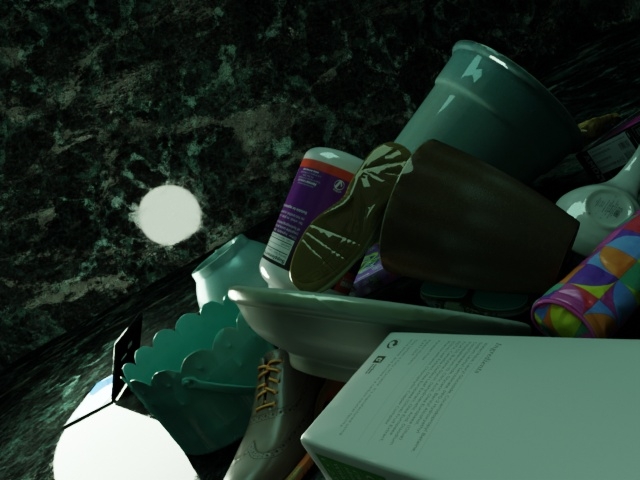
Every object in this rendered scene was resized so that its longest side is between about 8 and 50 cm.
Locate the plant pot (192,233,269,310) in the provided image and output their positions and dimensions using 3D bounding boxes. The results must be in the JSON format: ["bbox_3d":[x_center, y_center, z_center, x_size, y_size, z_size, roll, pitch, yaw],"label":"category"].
[{"bbox_3d":[-0.219,0.108,1.375,0.293,0.196,0.293,-37,12,9],"label":"plant pot"}]

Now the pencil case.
[{"bbox_3d":[0.377,0.054,0.652,0.236,0.105,0.104,-32,13,-21],"label":"pencil case"}]

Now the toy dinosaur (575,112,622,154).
[{"bbox_3d":[0.563,-0.234,1.093,0.211,0.064,0.112,-25,-27,-33],"label":"toy dinosaur"}]

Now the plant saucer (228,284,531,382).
[{"bbox_3d":[0.069,0.134,0.694,0.399,0.101,0.400,8,-7,1],"label":"plant saucer"}]

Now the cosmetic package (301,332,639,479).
[{"bbox_3d":[0.180,0.182,0.352,0.155,0.197,0.365,-40,16,-33],"label":"cosmetic package"}]

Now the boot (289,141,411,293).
[{"bbox_3d":[0.075,-0.007,0.826,0.262,0.095,0.203,-55,-27,-4],"label":"boot"}]

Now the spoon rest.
[{"bbox_3d":[0.482,-0.074,0.819,0.276,0.137,0.084,-46,-24,-15],"label":"spoon rest"}]

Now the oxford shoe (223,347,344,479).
[{"bbox_3d":[-0.068,0.245,0.765,0.129,0.133,0.364,-23,14,25],"label":"oxford shoe"}]

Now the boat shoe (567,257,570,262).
[{"bbox_3d":[0.336,0.010,0.905,0.092,0.103,0.285,-33,9,3],"label":"boat shoe"}]

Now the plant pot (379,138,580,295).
[{"bbox_3d":[0.238,-0.014,0.741,0.230,0.216,0.215,22,41,27],"label":"plant pot"}]

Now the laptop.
[{"bbox_3d":[-0.619,0.362,1.468,0.136,0.265,0.234,8,13,-5],"label":"laptop"}]

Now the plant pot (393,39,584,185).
[{"bbox_3d":[0.305,-0.177,1.099,0.334,0.341,0.341,-50,10,10],"label":"plant pot"}]

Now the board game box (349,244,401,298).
[{"bbox_3d":[0.108,0.074,1.247,0.346,0.056,0.208,-27,9,7],"label":"board game box"}]

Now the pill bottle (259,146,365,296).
[{"bbox_3d":[0.000,0.000,0.968,0.323,0.181,0.181,-68,17,-1],"label":"pill bottle"}]

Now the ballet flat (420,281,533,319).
[{"bbox_3d":[0.248,0.097,0.807,0.188,0.070,0.070,7,36,48],"label":"ballet flat"}]

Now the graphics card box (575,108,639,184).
[{"bbox_3d":[0.678,-0.237,0.915,0.232,0.094,0.371,-34,-4,-16],"label":"graphics card box"}]

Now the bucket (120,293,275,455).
[{"bbox_3d":[-0.202,0.242,0.952,0.281,0.183,0.281,-27,14,7],"label":"bucket"}]
